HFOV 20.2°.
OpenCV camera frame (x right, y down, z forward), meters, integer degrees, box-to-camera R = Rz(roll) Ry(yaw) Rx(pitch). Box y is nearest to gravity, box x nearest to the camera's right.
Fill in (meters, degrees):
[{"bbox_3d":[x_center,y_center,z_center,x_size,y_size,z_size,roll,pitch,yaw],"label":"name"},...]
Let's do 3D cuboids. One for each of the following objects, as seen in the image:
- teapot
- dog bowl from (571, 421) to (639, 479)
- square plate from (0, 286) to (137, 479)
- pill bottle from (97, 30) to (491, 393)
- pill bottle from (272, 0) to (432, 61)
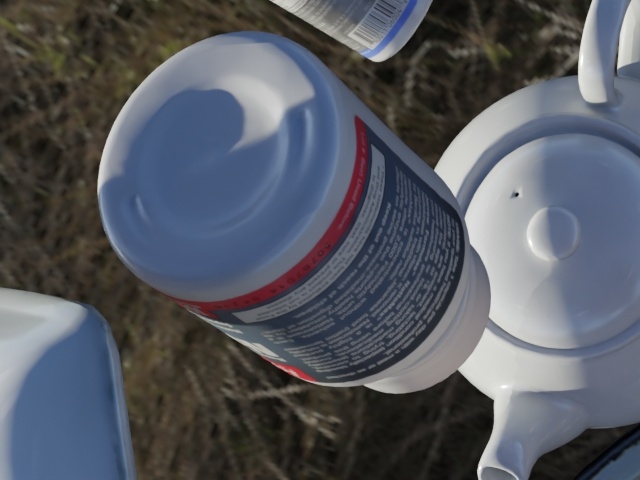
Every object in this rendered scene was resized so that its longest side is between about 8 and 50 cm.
[{"bbox_3d":[0.167,-0.003,1.157,0.252,0.187,0.256,-33,74,11],"label":"teapot"},{"bbox_3d":[0.251,0.216,0.701,0.407,0.150,0.408,2,100,13],"label":"dog bowl"},{"bbox_3d":[-0.154,0.180,0.619,0.344,0.049,0.347,5,104,51],"label":"square plate"},{"bbox_3d":[0.000,0.000,0.736,0.108,0.180,0.108,-12,64,25],"label":"pill bottle"},{"bbox_3d":[-0.001,-0.174,1.098,0.078,0.137,0.078,-53,18,25],"label":"pill bottle"}]
